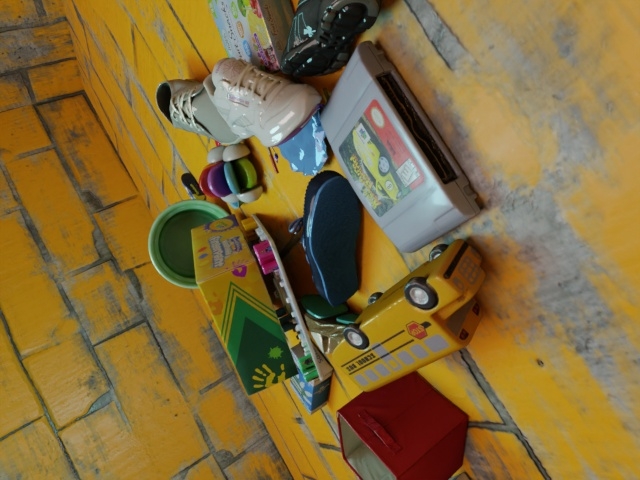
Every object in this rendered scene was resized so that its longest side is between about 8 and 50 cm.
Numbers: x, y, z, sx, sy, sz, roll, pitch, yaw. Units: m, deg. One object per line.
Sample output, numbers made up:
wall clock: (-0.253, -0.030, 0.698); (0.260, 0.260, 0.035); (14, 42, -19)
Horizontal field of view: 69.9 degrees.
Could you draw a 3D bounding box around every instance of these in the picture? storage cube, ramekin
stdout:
storage cube: (0.167, 0.413, 0.950); (0.183, 0.193, 0.215); (35, 144, 44)
ramekin: (-0.444, 0.011, 1.612); (0.304, 0.303, 0.148); (67, 162, -8)

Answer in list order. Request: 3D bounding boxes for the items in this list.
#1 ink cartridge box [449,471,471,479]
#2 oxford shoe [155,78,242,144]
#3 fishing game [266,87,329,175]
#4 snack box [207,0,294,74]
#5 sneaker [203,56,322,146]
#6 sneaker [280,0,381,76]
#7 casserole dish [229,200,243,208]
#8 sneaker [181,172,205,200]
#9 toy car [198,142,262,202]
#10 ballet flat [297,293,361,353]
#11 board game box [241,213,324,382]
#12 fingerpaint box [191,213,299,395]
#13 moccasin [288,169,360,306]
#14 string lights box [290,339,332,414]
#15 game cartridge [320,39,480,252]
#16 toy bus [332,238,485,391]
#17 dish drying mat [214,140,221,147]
ink cartridge box: (0.289, 0.583, 1.000); (0.092, 0.089, 0.143); (51, 153, 24)
oxford shoe: (-0.317, -0.344, 1.200); (0.449, 0.129, 0.169); (30, 125, 47)
fishing game: (-0.042, -0.223, 0.920); (0.264, 0.041, 0.189); (-3, 111, 55)
snack box: (-0.124, -0.400, 0.867); (0.207, 0.070, 0.175); (14, 127, 60)
sneaker: (-0.121, -0.253, 0.822); (0.305, 0.114, 0.152); (17, 154, 51)
sneaker: (0.010, -0.331, 0.683); (0.267, 0.101, 0.106); (167, 100, -65)
casserole dish: (-0.273, -0.185, 1.392); (0.114, 0.036, 0.189); (36, 143, 45)
sneaker: (-0.503, -0.201, 1.793); (0.144, 0.053, 0.059); (57, 156, 15)
toy car: (-0.254, -0.169, 1.233); (0.181, 0.136, 0.159); (5, 119, 44)
ballet flat: (0.050, 0.214, 1.065); (0.342, 0.116, 0.124); (8, 103, 54)
board game box: (-0.116, 0.143, 1.265); (0.390, 0.050, 0.391); (-138, 29, -70)
fingerpaint box: (-0.242, 0.166, 1.365); (0.445, 0.163, 0.372); (-132, 23, -64)
moccasin: (0.000, 0.000, 0.940); (0.117, 0.137, 0.342); (46, 149, 40)
string lights box: (-0.035, 0.448, 1.498); (0.133, 0.076, 0.260); (47, 150, 33)
game cartridge: (0.105, -0.128, 0.716); (0.294, 0.060, 0.196); (59, 158, 8)
toy bus: (0.143, 0.136, 0.757); (0.130, 0.108, 0.333); (45, 137, 2)
dish drying mat: (-0.311, -0.289, 1.397); (0.032, 0.008, 0.084); (27, 137, 50)
